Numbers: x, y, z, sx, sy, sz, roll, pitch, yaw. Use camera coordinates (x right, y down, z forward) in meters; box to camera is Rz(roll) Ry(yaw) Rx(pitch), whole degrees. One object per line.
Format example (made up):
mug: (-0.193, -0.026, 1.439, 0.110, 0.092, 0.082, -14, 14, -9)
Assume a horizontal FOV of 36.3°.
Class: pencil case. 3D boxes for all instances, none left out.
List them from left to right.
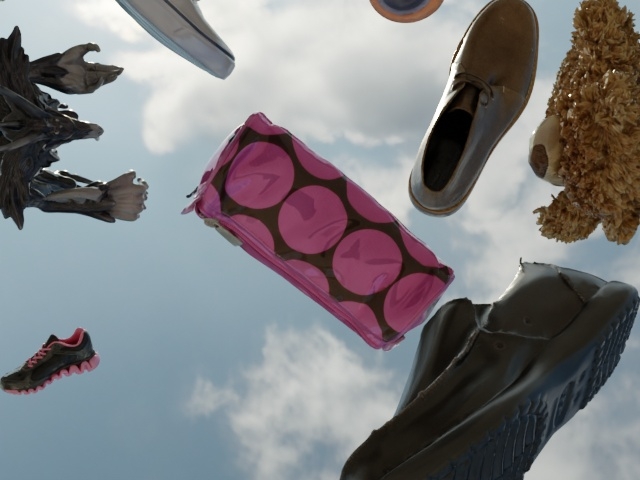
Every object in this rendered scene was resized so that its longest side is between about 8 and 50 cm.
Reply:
pencil case: (0.000, 0.000, 0.751, 0.209, 0.095, 0.098, 36, -122, -7)

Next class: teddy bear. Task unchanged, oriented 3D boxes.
teddy bear: (0.268, -0.125, 0.995, 0.113, 0.245, 0.338, 17, -135, 3)

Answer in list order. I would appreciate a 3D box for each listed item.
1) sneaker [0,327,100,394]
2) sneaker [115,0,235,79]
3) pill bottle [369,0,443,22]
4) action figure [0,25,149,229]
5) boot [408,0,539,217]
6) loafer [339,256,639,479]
sneaker: (-0.315, 0.136, 1.122, 0.119, 0.057, 0.047, -22, -150, -33)
sneaker: (-0.164, -0.267, 0.985, 0.091, 0.258, 0.094, -51, -142, -4)
pill bottle: (0.094, -0.352, 1.118, 0.130, 0.130, 0.245, -5, -134, 7)
action figure: (-0.228, -0.093, 0.851, 0.141, 0.276, 0.164, -6, -88, -15)
boot: (0.198, -0.179, 1.210, 0.112, 0.115, 0.305, 22, -98, 10)
loafer: (0.075, 0.075, 0.478, 0.078, 0.080, 0.220, 28, -142, 31)
